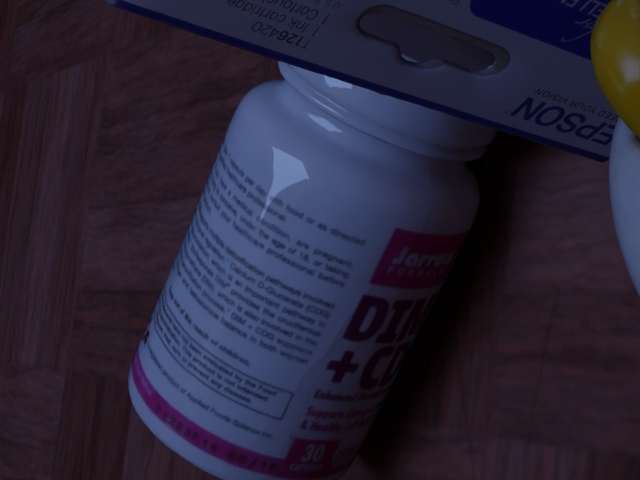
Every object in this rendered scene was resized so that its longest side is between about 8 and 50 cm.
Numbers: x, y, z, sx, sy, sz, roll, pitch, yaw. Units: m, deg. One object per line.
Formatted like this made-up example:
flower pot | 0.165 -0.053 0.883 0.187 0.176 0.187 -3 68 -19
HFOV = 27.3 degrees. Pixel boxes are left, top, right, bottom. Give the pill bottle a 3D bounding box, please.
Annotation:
pill bottle | 0.000 0.000 0.813 0.160 0.160 0.283 53 125 50

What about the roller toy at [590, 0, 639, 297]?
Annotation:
roller toy | 0.203 -0.011 0.457 0.146 0.209 0.191 -44 52 44

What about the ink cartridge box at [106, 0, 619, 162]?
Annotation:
ink cartridge box | 0.109 -0.172 0.554 0.307 0.303 0.072 -40 46 45
